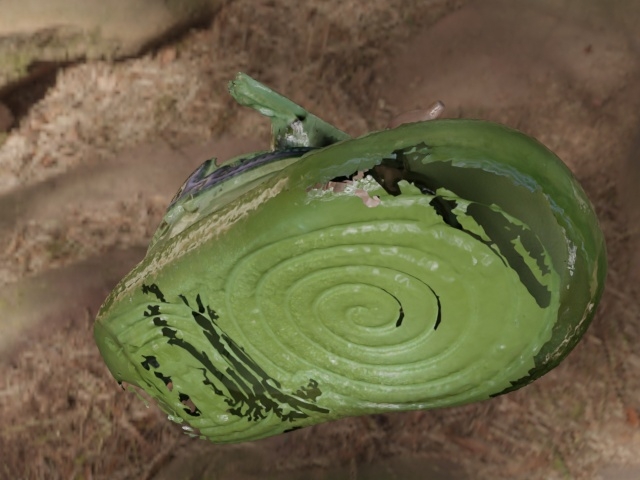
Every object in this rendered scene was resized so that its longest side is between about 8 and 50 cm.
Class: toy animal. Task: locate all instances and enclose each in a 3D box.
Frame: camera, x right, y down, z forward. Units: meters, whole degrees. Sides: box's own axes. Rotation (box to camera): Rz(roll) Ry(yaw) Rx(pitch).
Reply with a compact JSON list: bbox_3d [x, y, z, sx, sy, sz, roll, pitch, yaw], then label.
[{"bbox_3d":[0.056,-0.057,1.040,0.089,0.150,0.083,41,25,-20],"label":"toy animal"}]

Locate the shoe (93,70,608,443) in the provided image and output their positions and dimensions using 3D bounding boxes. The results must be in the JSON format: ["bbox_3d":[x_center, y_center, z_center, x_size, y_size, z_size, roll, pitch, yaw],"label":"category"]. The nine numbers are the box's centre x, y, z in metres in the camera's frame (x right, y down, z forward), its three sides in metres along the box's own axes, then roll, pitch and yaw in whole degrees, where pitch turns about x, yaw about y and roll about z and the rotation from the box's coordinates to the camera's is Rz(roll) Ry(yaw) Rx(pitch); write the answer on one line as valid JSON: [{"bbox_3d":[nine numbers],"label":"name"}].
[{"bbox_3d":[-0.002,0.005,0.567,0.140,0.262,0.128,35,45,-31],"label":"shoe"}]
